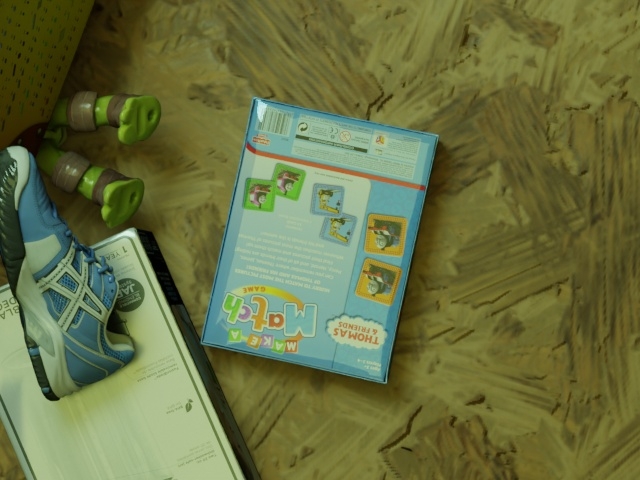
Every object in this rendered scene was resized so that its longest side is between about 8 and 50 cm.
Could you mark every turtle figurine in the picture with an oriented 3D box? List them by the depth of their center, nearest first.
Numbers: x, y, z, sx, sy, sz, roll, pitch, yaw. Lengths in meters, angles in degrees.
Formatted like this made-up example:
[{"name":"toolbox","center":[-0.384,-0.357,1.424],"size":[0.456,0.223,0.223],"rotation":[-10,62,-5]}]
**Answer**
[{"name":"turtle figurine","center":[-0.248,-0.081,1.470],"size":[0.217,0.087,0.269],"rotation":[18,88,21]}]

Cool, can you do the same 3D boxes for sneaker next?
[{"name":"sneaker","center":[-0.203,0.020,1.368],"size":[0.081,0.080,0.211],"rotation":[-16,118,-8]}]

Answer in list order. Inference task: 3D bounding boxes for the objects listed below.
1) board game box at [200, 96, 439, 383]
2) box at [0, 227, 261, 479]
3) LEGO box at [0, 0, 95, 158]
[{"name":"board game box","center":[0.000,0.000,1.476],"size":[0.160,0.039,0.211],"rotation":[12,88,5]},{"name":"box","center":[-0.163,0.154,1.458],"size":[0.169,0.087,0.290],"rotation":[-25,86,3]},{"name":"LEGO box","center":[-0.337,-0.344,1.390],"size":[0.372,0.193,0.500],"rotation":[21,90,21]}]
